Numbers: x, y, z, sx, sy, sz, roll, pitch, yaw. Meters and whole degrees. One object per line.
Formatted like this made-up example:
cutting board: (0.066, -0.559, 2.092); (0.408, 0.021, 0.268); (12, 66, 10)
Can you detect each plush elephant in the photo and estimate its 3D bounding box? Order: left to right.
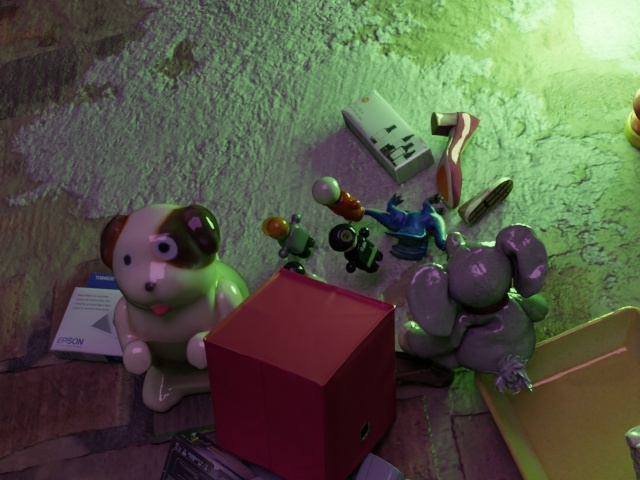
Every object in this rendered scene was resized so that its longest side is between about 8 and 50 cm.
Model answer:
plush elephant: (0.277, 0.098, 1.798); (0.272, 0.255, 0.330); (-16, 18, -6)

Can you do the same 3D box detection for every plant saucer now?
plant saucer: (0.485, 0.316, 1.779); (0.333, 0.081, 0.333); (-22, 52, 0)

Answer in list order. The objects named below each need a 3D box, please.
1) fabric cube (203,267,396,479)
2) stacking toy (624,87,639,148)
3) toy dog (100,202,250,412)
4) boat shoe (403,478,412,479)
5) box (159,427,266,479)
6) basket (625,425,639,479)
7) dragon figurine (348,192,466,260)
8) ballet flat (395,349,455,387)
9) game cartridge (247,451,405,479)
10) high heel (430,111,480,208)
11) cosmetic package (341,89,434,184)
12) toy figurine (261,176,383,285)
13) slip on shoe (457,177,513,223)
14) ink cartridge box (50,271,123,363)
fabric cube: (-0.027, 0.247, 1.822); (0.259, 0.258, 0.254); (18, 37, 28)
stacking toy: (0.798, -0.339, 2.129); (0.279, 0.130, 0.309); (7, 58, 22)
toy dog: (-0.252, 0.097, 1.953); (0.284, 0.408, 0.395); (2, 56, 17)
boat shoe: (0.149, 0.502, 1.754); (0.066, 0.066, 0.183); (10, 59, 22)
box: (-0.192, 0.474, 1.819); (0.231, 0.056, 0.183); (27, 109, 32)
basket: (0.674, 0.399, 1.480); (0.331, 0.266, 0.328); (-21, 25, -1)
dragon figurine: (0.183, -0.017, 2.109); (0.289, 0.085, 0.144); (1, 55, 16)
ballet flat: (0.135, 0.240, 1.953); (0.250, 0.058, 0.084); (4, 56, 19)
game cartridge: (-0.005, 0.457, 1.844); (0.294, 0.060, 0.196); (9, 54, 22)
high heel: (0.310, -0.175, 2.209); (0.117, 0.082, 0.244); (4, 57, -15)
cosmetic package: (0.150, -0.238, 2.295); (0.099, 0.060, 0.239); (-32, 52, -8)
toy figurine: (0.000, 0.000, 2.080); (0.209, 0.148, 0.213); (-32, 51, 19)
slip on shoe: (0.348, -0.089, 2.138); (0.135, 0.051, 0.041); (-43, 42, -8)
ink cartridge box: (-0.447, 0.158, 2.198); (0.223, 0.045, 0.224); (2, 55, 18)
